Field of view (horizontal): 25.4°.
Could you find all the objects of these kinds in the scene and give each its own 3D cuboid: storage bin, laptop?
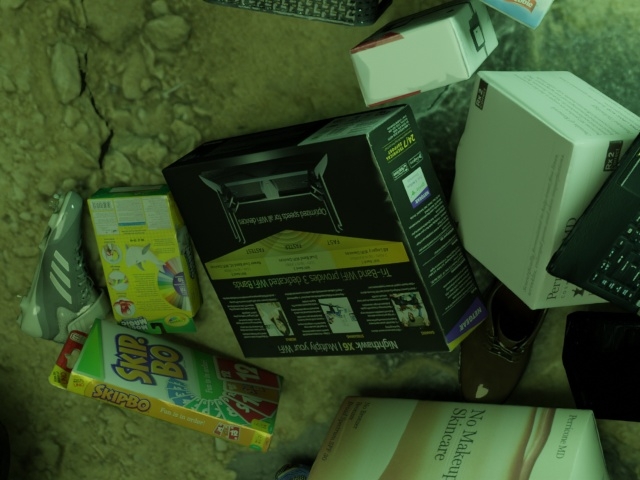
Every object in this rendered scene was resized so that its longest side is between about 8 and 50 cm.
[{"bbox_3d":[-0.019,-0.280,1.418,0.180,0.122,0.084,10,116,12],"label":"storage bin"},{"bbox_3d":[0.380,-0.003,1.309,0.136,0.264,0.234,42,103,42],"label":"laptop"}]

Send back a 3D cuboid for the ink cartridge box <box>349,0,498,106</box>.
[{"bbox_3d":[0.105,-0.191,1.406,0.109,0.150,0.063,-15,104,22],"label":"ink cartridge box"}]

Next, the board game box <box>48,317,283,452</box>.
[{"bbox_3d":[-0.175,0.162,1.635,0.259,0.124,0.039,16,116,-3],"label":"board game box"}]

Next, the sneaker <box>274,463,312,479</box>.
[{"bbox_3d":[-0.030,0.363,1.744,0.087,0.083,0.221,23,113,21],"label":"sneaker"}]

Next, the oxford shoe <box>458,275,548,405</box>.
[{"bbox_3d":[0.196,0.101,1.540,0.082,0.096,0.227,18,119,7],"label":"oxford shoe"}]

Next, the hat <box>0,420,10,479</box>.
[{"bbox_3d":[-0.471,0.292,1.805,0.331,0.134,0.331,19,129,26],"label":"hat"}]

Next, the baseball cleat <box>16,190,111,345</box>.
[{"bbox_3d":[-0.291,0.036,1.683,0.109,0.072,0.206,20,123,-8],"label":"baseball cleat"}]

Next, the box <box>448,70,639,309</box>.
[{"bbox_3d":[0.227,-0.054,1.397,0.119,0.182,0.181,-5,120,-26],"label":"box"}]

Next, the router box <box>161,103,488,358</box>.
[{"bbox_3d":[0.000,0.000,1.501,0.308,0.081,0.243,-6,113,43],"label":"router box"}]

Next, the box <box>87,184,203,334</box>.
[{"bbox_3d":[-0.201,0.025,1.655,0.105,0.043,0.179,-2,111,17],"label":"box"}]

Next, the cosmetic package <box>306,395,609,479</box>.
[{"bbox_3d":[0.152,0.271,1.562,0.296,0.153,0.129,0,128,25],"label":"cosmetic package"}]

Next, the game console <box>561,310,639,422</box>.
[{"bbox_3d":[0.392,0.221,1.526,0.213,0.044,0.361,2,129,31],"label":"game console"}]

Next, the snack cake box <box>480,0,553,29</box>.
[{"bbox_3d":[0.118,-0.314,1.345,0.264,0.152,0.089,28,118,3],"label":"snack cake box"}]
